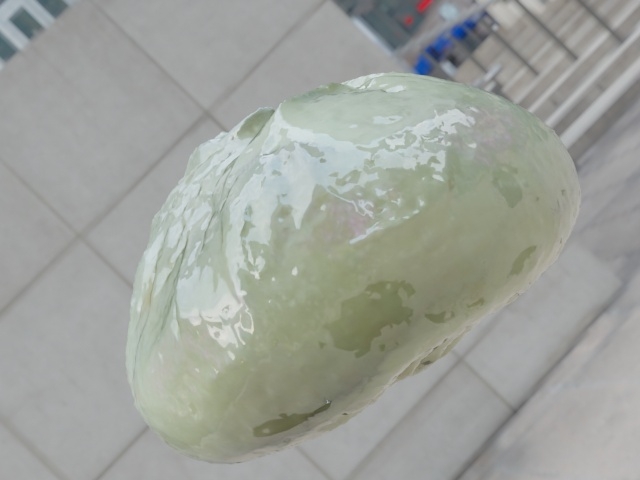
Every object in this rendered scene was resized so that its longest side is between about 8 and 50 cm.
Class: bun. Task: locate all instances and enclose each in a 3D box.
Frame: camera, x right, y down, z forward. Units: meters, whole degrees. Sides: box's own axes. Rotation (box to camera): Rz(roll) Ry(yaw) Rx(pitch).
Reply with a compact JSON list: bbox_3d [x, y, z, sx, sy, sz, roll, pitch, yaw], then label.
[{"bbox_3d":[0.000,0.000,0.958,0.361,0.213,0.361,-36,5,4],"label":"bun"}]
